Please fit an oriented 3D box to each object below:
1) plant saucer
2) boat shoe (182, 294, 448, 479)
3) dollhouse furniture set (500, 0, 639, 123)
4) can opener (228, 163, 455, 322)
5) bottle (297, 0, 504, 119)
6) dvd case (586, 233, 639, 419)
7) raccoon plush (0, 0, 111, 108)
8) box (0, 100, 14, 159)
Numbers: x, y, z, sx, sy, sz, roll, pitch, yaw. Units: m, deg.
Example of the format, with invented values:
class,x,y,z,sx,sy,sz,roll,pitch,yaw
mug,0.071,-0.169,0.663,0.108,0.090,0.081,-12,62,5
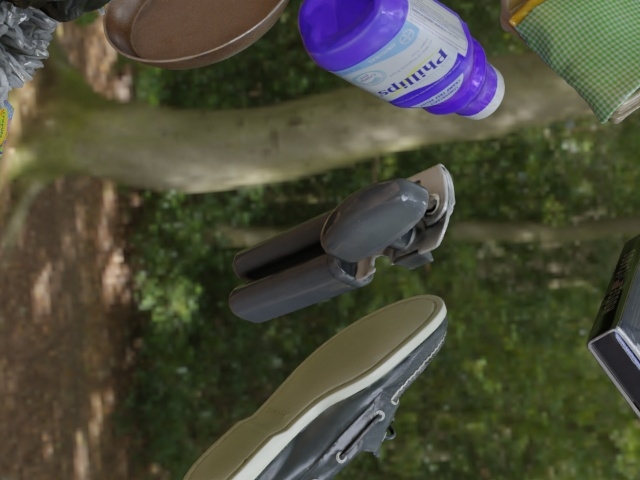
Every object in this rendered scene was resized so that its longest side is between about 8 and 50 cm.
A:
class,x,y,z,sx,sy,sz,roll,pitch,yaw
plant saucer,-0.093,-0.192,1.082,0.168,0.168,0.029,-99,169,-45
boat shoe,0.017,0.195,1.407,0.113,0.340,0.127,57,-20,-21
dollhouse furniture set,0.363,-0.294,1.442,0.197,0.301,0.151,47,-23,28
can opener,0.000,0.000,1.137,0.283,0.095,0.076,-23,-126,46
bottle,0.098,-0.195,1.404,0.283,0.118,0.092,20,46,-52
dvd case,0.267,0.120,0.882,0.239,0.029,0.179,54,28,-5
raccoon plush,-0.145,-0.140,0.611,0.446,0.216,0.299,-39,174,-47
box,-0.600,-0.165,1.727,0.279,0.289,0.177,58,38,-62
